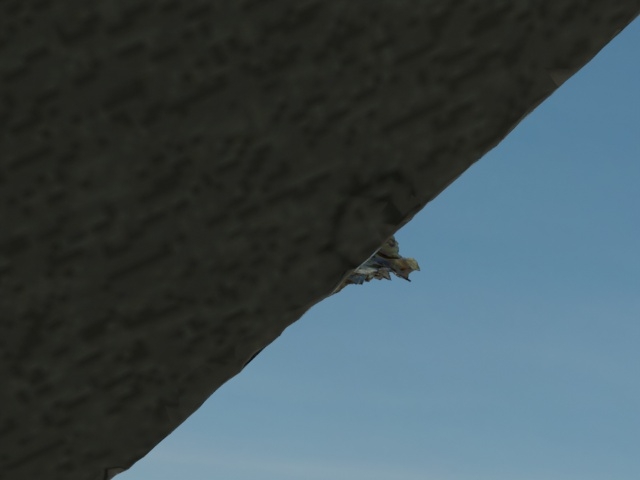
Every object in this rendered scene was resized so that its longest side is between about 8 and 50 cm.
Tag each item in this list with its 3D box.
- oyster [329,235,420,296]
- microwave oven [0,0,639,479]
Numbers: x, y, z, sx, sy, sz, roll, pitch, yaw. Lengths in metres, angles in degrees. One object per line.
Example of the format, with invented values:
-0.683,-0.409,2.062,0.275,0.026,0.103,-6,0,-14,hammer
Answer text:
-0.001,0.001,0.798,0.132,0.086,0.029,4,-50,-50,oyster
-0.164,-0.156,0.439,0.374,0.236,0.432,-41,-53,10,microwave oven
